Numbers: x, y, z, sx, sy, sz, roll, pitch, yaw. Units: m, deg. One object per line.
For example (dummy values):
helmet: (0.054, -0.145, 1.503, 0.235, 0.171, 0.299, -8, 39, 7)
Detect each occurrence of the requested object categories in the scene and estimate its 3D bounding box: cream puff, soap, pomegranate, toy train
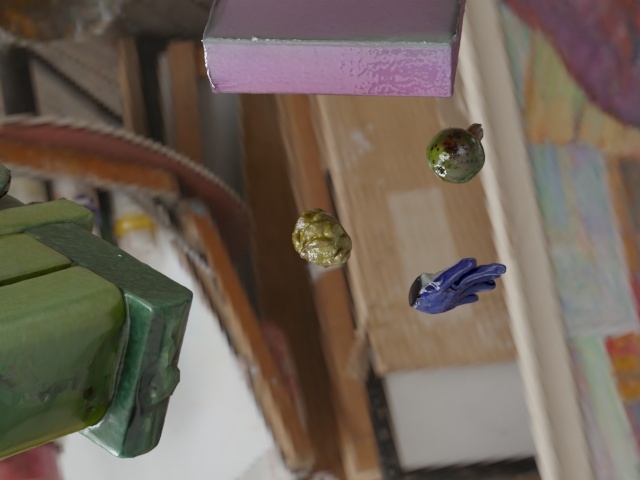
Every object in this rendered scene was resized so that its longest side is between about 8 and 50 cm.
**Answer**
cream puff: (0.000, 0.000, 1.844, 0.058, 0.083, 0.083, -40, 132, 2)
soap: (0.022, -0.228, 1.724, 0.259, 0.181, 0.081, 2, 132, 8)
pomegranate: (0.168, -0.107, 1.974, 0.084, 0.073, 0.073, -39, 144, -3)
toy train: (-0.256, 0.052, 0.946, 0.397, 0.253, 0.160, -13, 123, -53)

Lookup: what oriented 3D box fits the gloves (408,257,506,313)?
gloves: (0.120, 0.038, 1.421, 0.086, 0.026, 0.064, -6, 148, -27)
